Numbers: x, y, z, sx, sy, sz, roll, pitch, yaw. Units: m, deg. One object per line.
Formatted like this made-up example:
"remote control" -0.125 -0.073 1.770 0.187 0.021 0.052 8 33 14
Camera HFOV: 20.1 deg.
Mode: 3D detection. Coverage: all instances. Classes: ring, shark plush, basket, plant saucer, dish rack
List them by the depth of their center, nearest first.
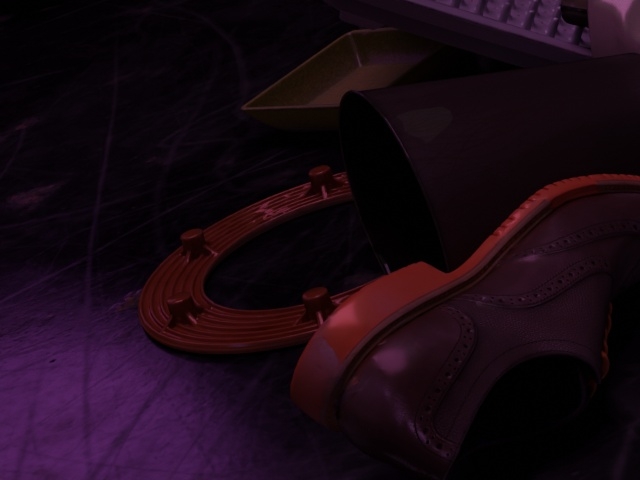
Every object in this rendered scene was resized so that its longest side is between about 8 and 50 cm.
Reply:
"basket" 0.157 -0.052 1.380 0.227 0.154 0.204 -17 63 -16
"ring" 0.000 0.000 1.546 0.336 0.032 0.336 -16 21 6
"dish rack" 0.161 -0.258 1.806 0.333 0.072 0.285 17 35 6
"plant saucer" 0.045 -0.162 1.868 0.188 0.045 0.188 2 33 46
"shark plush" 0.153 -0.213 1.910 0.067 0.073 0.161 -53 33 -1

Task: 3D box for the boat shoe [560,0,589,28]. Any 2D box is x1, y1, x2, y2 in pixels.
"boat shoe" 0.340 -0.301 1.742 0.122 0.120 0.324 11 30 32

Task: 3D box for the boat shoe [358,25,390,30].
"boat shoe" 0.205 -0.314 2.003 0.355 0.132 0.130 -8 24 22

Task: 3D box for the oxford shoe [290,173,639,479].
"oxford shoe" 0.145 0.063 1.208 0.133 0.130 0.363 38 45 26

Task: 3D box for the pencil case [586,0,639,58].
"pencil case" 0.410 -0.190 1.483 0.410 0.160 0.183 -7 58 27
